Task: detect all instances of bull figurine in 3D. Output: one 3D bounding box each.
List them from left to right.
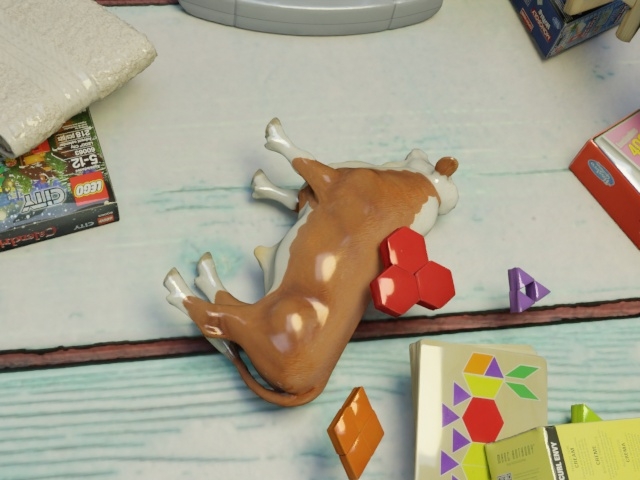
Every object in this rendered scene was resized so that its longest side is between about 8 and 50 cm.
[{"bbox_3d":[0.000,0.000,0.841,0.188,0.101,0.310,28,63,9],"label":"bull figurine"}]

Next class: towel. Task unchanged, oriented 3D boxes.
[{"bbox_3d":[-0.318,-0.205,0.877,0.282,0.049,0.187,34,60,20],"label":"towel"}]

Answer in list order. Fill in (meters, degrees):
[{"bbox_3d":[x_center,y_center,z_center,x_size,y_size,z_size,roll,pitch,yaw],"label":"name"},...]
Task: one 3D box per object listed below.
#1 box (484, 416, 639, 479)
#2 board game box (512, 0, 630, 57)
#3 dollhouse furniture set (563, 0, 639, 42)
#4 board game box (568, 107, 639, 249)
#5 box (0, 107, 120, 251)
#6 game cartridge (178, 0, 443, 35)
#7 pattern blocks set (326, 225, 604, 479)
[{"bbox_3d":[0.263,0.186,0.770,0.232,0.087,0.058,1,67,-27],"label":"box"},{"bbox_3d":[0.313,-0.319,1.046,0.194,0.060,0.194,-13,65,-17],"label":"board game box"},{"bbox_3d":[0.282,-0.479,0.948,0.362,0.256,0.394,33,57,15],"label":"dollhouse furniture set"},{"bbox_3d":[0.456,-0.028,0.935,0.242,0.064,0.316,-31,74,-19],"label":"board game box"},{"bbox_3d":[-0.326,-0.066,0.852,0.233,0.044,0.159,-16,69,-15],"label":"box"},{"bbox_3d":[-0.013,-0.323,1.007,0.294,0.060,0.196,0,63,-8],"label":"game cartridge"},{"bbox_3d":[0.139,0.172,0.782,0.286,0.026,0.324,20,68,-19],"label":"pattern blocks set"}]
